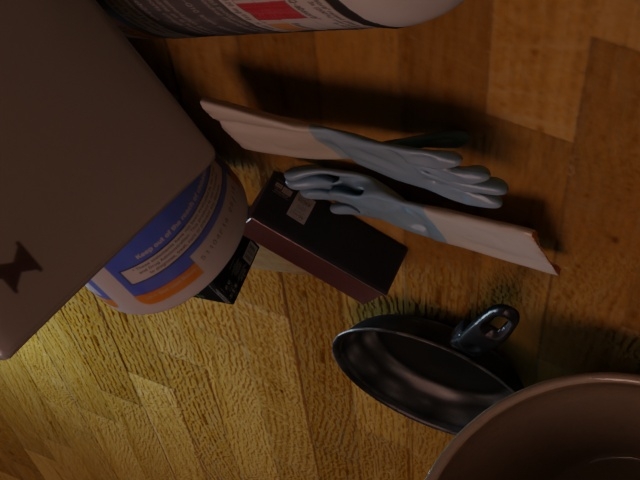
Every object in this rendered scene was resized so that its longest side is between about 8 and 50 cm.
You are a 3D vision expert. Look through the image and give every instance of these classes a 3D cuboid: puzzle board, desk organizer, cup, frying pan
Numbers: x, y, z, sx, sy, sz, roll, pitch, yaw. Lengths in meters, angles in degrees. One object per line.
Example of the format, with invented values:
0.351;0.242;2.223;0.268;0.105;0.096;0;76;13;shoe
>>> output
-0.078;-0.004;1.406;0.128;0.011;0.096;7;152;38;puzzle board
0.000;0.000;1.289;0.130;0.047;0.050;30;159;-11;desk organizer
0.254;0.274;1.337;0.331;0.331;0.237;20;-178;14;cup
0.096;0.093;1.382;0.197;0.053;0.326;17;154;19;frying pan

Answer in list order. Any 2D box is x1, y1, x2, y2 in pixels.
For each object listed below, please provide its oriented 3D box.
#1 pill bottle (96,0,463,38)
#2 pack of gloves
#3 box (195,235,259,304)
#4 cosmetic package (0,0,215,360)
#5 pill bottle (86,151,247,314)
-0.005;-0.181;0.763;0.278;0.162;0.162;5;149;41;pill bottle
0.054;-0.054;1.151;0.232;0.046;0.195;16;167;29;pack of gloves
-0.108;0.013;1.376;0.083;0.062;0.052;9;154;33;box
-0.271;-0.060;0.934;0.230;0.161;0.453;52;156;-15;cosmetic package
-0.185;-0.073;1.188;0.152;0.152;0.272;6;149;38;pill bottle
